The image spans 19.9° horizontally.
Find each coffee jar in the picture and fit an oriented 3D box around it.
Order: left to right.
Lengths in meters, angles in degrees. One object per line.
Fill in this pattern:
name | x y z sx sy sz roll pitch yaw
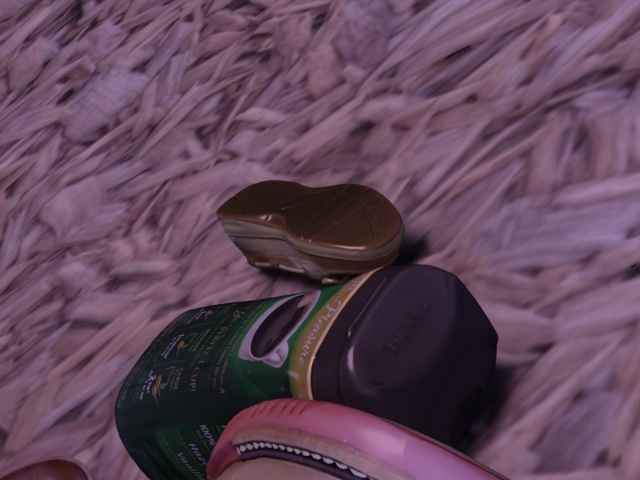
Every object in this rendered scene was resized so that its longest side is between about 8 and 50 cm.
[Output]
coffee jar | -0.007 0.068 0.854 0.184 0.079 0.096 -14 31 47

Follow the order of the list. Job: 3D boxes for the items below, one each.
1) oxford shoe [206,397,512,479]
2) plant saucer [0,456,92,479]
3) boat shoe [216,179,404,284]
oxford shoe | -0.009 0.151 0.569 0.130 0.123 0.348 -60 -3 -26
plant saucer | -0.177 0.186 0.959 0.168 0.029 0.168 -32 24 16
boat shoe | -0.002 0.001 1.024 0.056 0.048 0.153 -38 27 -29
